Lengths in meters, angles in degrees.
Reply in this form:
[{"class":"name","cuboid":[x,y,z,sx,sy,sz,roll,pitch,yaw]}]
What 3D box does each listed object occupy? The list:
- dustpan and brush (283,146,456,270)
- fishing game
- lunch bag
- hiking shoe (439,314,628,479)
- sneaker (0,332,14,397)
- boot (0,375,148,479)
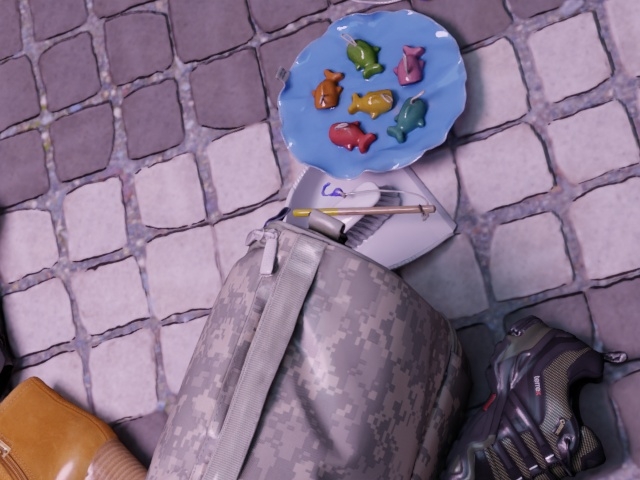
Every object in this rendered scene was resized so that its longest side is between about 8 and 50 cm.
[{"class":"dustpan and brush","cuboid":[0.000,0.000,1.279,0.211,0.060,0.147,-41,68,8]},{"class":"fishing game","cuboid":[0.043,-0.143,1.283,0.189,0.041,0.264,4,67,22]},{"class":"lunch bag","cuboid":[-0.019,0.155,1.125,0.212,0.256,0.305,15,73,21]},{"class":"hiking shoe","cuboid":[0.177,0.180,1.159,0.114,0.086,0.227,18,84,27]},{"class":"sneaker","cuboid":[-0.351,0.072,1.400,0.118,0.083,0.222,18,78,4]},{"class":"boot","cuboid":[-0.289,0.295,1.314,0.211,0.104,0.295,30,85,29]}]
